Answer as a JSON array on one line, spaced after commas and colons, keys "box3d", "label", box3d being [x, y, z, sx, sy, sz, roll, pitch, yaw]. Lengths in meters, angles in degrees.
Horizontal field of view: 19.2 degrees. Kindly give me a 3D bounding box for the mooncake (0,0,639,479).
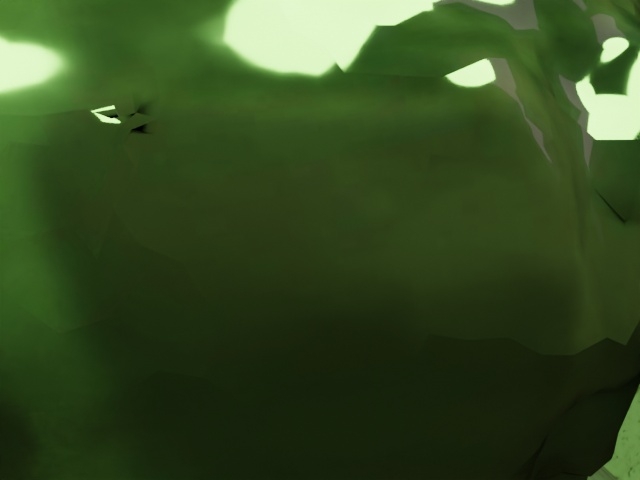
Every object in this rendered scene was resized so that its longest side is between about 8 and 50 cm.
[{"box3d": [-0.016, -0.083, 0.543, 0.212, 0.381, 0.350, 2, -5, -6], "label": "mooncake"}]
